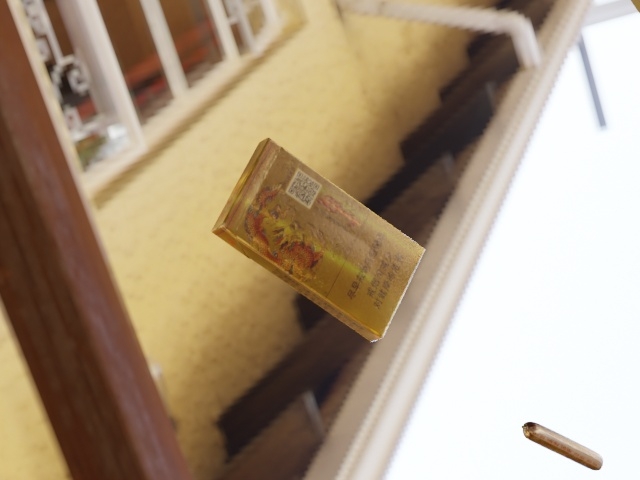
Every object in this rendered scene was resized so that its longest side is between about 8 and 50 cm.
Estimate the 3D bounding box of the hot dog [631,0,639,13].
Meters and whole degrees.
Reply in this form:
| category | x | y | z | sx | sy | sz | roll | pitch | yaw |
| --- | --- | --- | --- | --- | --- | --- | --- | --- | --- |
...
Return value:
| category | x | y | z | sx | sy | sz | roll | pitch | yaw |
| --- | --- | --- | --- | --- | --- | --- | --- | --- | --- |
| hot dog | 0.329 | -0.086 | 1.008 | 0.107 | 0.326 | 0.194 | -37 | -155 | -11 |

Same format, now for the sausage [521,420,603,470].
| category | x | y | z | sx | sy | sz | roll | pitch | yaw |
| --- | --- | --- | --- | --- | --- | --- | --- | --- | --- |
| sausage | 0.175 | 0.148 | 1.149 | 0.015 | 0.100 | 0.015 | -23 | -126 | 36 |

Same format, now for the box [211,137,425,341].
| category | x | y | z | sx | sy | sz | roll | pitch | yaw |
| --- | --- | --- | --- | --- | --- | --- | --- | --- | --- |
| box | 0.000 | 0.000 | 1.214 | 0.022 | 0.156 | 0.089 | -28 | -147 | 58 |
